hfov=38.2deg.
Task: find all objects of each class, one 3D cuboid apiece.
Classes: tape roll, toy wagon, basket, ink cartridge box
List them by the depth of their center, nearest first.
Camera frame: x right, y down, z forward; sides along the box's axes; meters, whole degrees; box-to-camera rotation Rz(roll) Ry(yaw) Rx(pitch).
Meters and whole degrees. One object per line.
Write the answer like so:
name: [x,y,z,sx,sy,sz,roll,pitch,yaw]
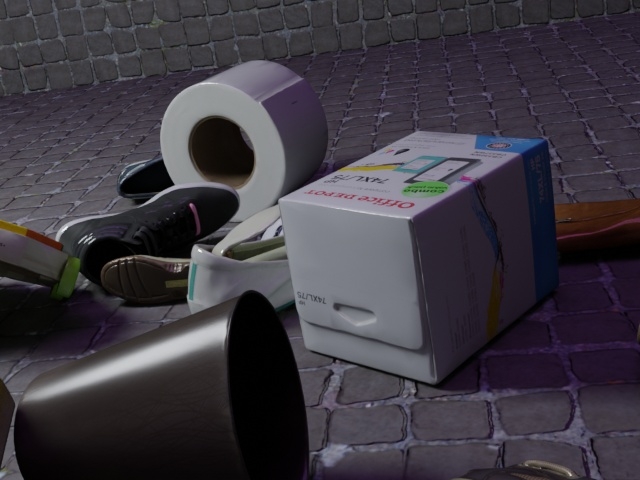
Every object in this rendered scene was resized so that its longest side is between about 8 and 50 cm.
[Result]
basket: [-0.145,0.166,0.835,0.226,0.204,0.154,-13,-4,20]
ink cartridge box: [0.122,0.006,1.083,0.198,0.197,0.270,10,28,41]
toy wagon: [-0.483,0.015,1.301,0.267,0.068,0.344,19,-12,-18]
tape roll: [-0.129,-0.174,1.593,0.246,0.246,0.169,2,23,26]

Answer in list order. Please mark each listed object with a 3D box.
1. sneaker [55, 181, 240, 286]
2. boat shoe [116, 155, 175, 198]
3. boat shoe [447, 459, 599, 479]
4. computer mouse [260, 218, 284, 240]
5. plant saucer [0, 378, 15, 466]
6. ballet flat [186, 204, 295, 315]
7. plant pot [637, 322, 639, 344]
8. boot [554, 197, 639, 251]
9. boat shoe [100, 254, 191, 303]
sneaker: [-0.246,-0.004,1.407,0.295,0.105,0.147,-17,26,-17]
boat shoe: [-0.264,-0.135,1.756,0.254,0.095,0.079,-11,19,-1]
boat shoe: [0.222,0.217,0.591,0.130,0.132,0.355,-25,27,-36]
computer mouse: [-0.058,-0.015,1.432,0.106,0.042,0.193,2,24,29]
plant saucer: [-0.300,0.220,0.774,0.045,0.188,0.188,15,15,-16]
ballet flat: [0.000,0.000,1.248,0.400,0.139,0.139,-21,24,-28]
plant pot: [0.463,0.020,0.890,0.229,0.263,0.263,21,32,22]
boot: [0.420,-0.018,1.169,0.280,0.096,0.264,-3,22,17]
boat shoe: [-0.213,0.053,1.310,0.190,0.068,0.072,3,9,11]
